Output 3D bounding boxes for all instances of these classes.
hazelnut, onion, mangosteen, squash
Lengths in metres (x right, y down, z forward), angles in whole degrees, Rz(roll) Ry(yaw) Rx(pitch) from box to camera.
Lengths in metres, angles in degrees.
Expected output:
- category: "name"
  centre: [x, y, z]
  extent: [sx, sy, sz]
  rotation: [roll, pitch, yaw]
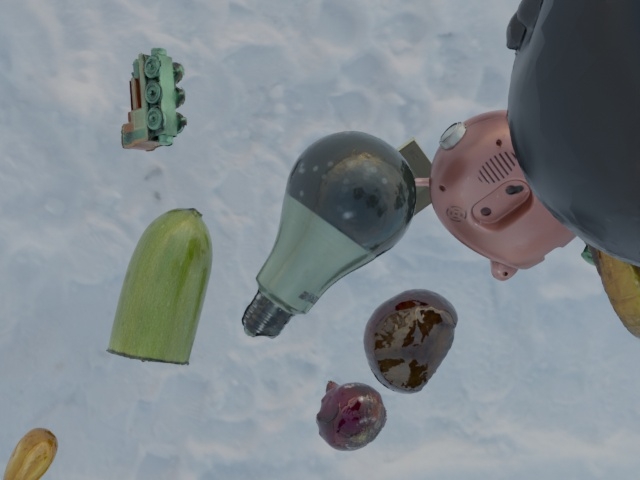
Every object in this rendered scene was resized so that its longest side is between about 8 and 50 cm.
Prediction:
- category: "hazelnut"
  centre: [0.174, 0.185, 1.639]
  extent: [0.202, 0.170, 0.160]
  rotation: [-40, 146, -7]
- category: "onion"
  centre: [0.048, 0.402, 2.056]
  extent: [0.135, 0.198, 0.173]
  rotation: [21, 104, -46]
- category: "mangosteen"
  centre: [0.207, -0.079, 0.412]
  extent: [0.243, 0.243, 0.242]
  rotation: [-7, 106, -26]
- category: "squash"
  centre: [-0.241, 0.065, 1.337]
  extent: [0.133, 0.132, 0.247]
  rotation: [15, 84, -30]

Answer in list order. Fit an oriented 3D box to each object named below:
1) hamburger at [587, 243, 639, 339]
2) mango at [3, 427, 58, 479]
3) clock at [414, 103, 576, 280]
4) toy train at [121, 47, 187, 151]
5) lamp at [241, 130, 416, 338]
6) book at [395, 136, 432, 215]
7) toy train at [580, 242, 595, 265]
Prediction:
- category: "hamburger"
  centre: [0.319, 0.005, 0.765]
  extent: [0.182, 0.118, 0.190]
  rotation: [-44, 113, -51]
- category: "mango"
  centre: [-0.345, 0.263, 1.015]
  extent: [0.046, 0.060, 0.089]
  rotation: [46, 41, -22]
- category: "clock"
  centre: [0.273, -0.081, 1.290]
  extent: [0.241, 0.142, 0.227]
  rotation: [41, 120, -18]
- category: "toy train"
  centre: [-0.303, -0.252, 1.540]
  extent: [0.074, 0.118, 0.175]
  rotation: [-1, 84, -55]
- category: "lamp"
  centre: [0.016, 0.001, 1.198]
  extent: [0.182, 0.182, 0.313]
  rotation: [17, 102, -30]
- category: "book"
  centre: [0.126, -0.084, 1.588]
  extent: [0.199, 0.016, 0.138]
  rotation: [-36, 123, 7]
- category: "toy train"
  centre: [0.454, -0.059, 1.153]
  extent: [0.248, 0.159, 0.101]
  rotation: [-59, 157, -11]
